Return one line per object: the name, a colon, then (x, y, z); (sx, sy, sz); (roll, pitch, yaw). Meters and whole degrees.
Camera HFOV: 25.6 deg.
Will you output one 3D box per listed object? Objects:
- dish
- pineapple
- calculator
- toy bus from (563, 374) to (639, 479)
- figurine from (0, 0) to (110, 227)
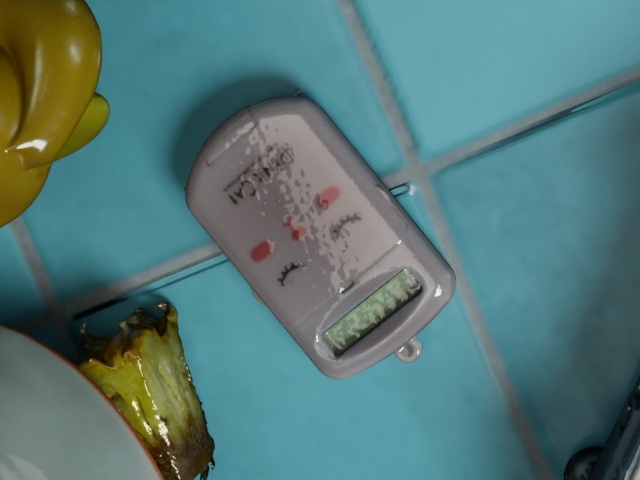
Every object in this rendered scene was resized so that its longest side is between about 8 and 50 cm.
dish: (-0.205, 0.179, 0.828); (0.260, 0.085, 0.260); (13, 116, 27)
pineapple: (-0.115, 0.109, 0.848); (0.116, 0.069, 0.137); (36, 117, 1)
calculator: (0.000, 0.000, 0.804); (0.100, 0.032, 0.175); (-40, 89, 18)
toy bus: (0.218, 0.085, 0.729); (0.138, 0.097, 0.342); (18, 104, 5)
figurine: (-0.206, -0.114, 0.754); (0.215, 0.215, 0.228); (-17, 93, 18)
